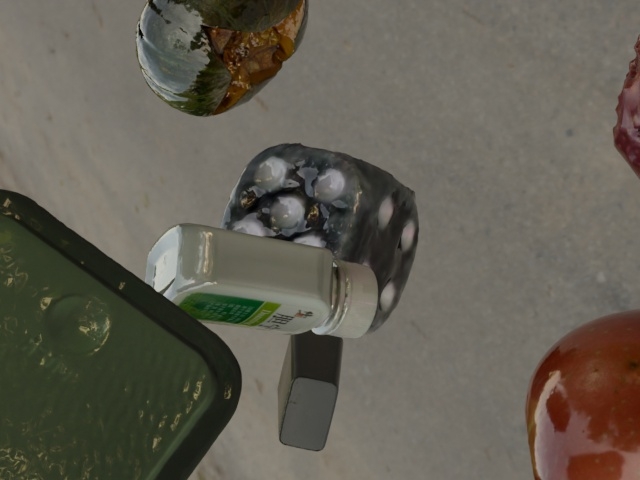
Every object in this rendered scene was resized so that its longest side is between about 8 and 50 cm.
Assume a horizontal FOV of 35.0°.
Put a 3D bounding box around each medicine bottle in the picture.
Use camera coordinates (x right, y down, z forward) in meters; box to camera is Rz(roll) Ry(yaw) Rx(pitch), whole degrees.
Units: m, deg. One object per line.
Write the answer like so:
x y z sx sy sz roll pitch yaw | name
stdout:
-0.047 0.038 0.840 0.119 0.183 0.069 -33 53 57 | medicine bottle

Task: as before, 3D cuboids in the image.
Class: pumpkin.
-0.125 -0.268 1.258 0.159 0.238 0.238 47 148 13 | pumpkin

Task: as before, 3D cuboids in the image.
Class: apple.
0.283 0.183 0.808 0.216 0.260 0.260 -13 96 21 | apple

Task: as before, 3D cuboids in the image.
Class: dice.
0.000 0.000 1.188 0.181 0.182 0.183 14 77 31 | dice

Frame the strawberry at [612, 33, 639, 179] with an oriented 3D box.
0.380 -0.116 0.817 0.220 0.274 0.274 86 162 -79 | strawberry

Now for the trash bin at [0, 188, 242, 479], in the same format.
-0.190 0.150 0.558 0.158 0.223 0.343 36 154 0 | trash bin

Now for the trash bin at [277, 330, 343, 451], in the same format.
-0.020 0.297 2.024 0.225 0.115 0.165 -92 15 -73 | trash bin
